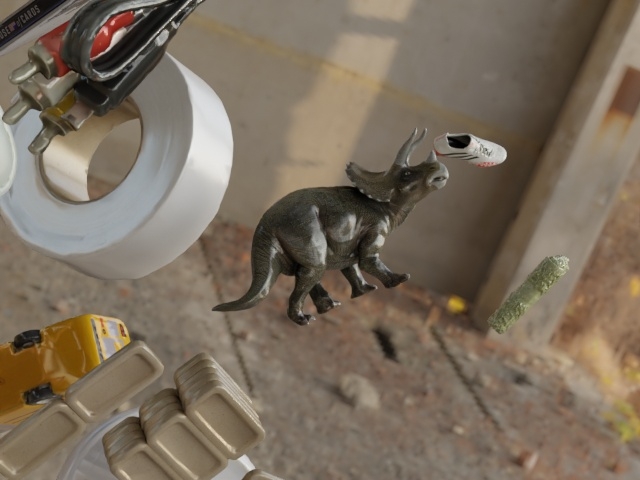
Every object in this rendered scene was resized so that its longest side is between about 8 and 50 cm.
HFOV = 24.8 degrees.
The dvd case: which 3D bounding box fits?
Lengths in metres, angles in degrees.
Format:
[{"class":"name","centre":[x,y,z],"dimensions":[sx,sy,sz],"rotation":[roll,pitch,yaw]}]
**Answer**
[{"class":"dvd case","centre":[-0.277,-0.274,1.637],"dimensions":[0.179,0.238,0.029],"rotation":[-38,102,-45]}]

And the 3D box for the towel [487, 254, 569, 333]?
[{"class":"towel","centre":[0.225,0.057,1.576],"dimensions":[0.027,0.110,0.148],"rotation":[45,9,8]}]

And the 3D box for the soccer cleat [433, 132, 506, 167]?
[{"class":"soccer cleat","centre":[0.159,-0.097,1.521],"dimensions":[0.083,0.029,0.035],"rotation":[10,-22,-16]}]

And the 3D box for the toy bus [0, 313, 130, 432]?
[{"class":"toy bus","centre":[-0.454,0.214,2.198],"dimensions":[0.130,0.332,0.108],"rotation":[16,55,-63]}]

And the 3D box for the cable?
[{"class":"cable","centre":[-0.136,-0.190,1.128],"dimensions":[0.072,0.287,0.139],"rotation":[33,-25,12]}]

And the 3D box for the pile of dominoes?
[{"class":"pile of dominoes","centre":[-0.148,0.177,0.928],"dimensions":[0.196,0.251,0.040],"rotation":[52,4,-35]}]

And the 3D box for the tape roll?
[{"class":"tape roll","centre":[-0.251,-0.100,1.741],"dimensions":[0.286,0.286,0.100],"rotation":[32,-1,31]}]

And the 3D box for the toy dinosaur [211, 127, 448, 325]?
[{"class":"toy dinosaur","centre":[0.000,0.000,1.644],"dimensions":[0.313,0.160,0.121],"rotation":[-21,1,-18]}]

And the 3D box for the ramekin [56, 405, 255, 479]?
[{"class":"ramekin","centre":[-0.187,0.345,1.796],"dimensions":[0.273,0.273,0.127],"rotation":[12,-2,-37]}]

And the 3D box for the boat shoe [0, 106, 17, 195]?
[{"class":"boat shoe","centre":[-0.409,-0.146,1.404],"dimensions":[0.091,0.114,0.302],"rotation":[-9,-43,27]}]
